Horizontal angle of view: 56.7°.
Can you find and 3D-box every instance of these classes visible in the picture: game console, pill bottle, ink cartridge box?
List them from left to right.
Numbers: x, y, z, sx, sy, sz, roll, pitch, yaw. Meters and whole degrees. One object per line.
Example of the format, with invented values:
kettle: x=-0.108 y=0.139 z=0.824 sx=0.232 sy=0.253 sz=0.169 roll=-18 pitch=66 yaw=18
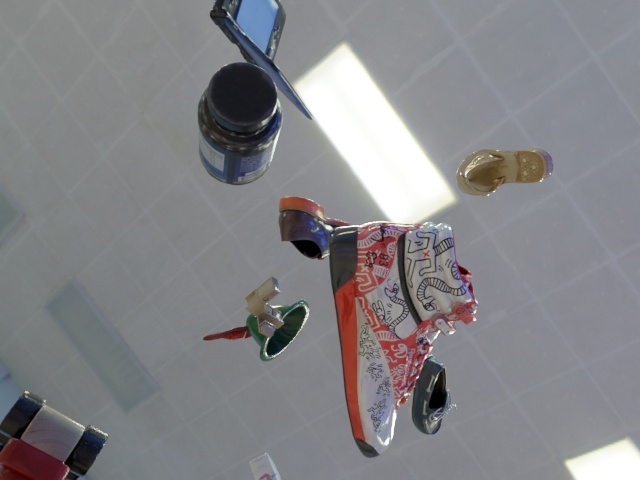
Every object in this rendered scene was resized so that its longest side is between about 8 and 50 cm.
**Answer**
pill bottle: x=-0.122 y=-0.171 z=0.889 sx=0.123 sy=0.123 sz=0.219 roll=45 pitch=-17 yaw=1
ink cartridge box: x=-0.118 y=0.588 z=1.419 sx=0.052 sy=0.122 sz=0.089 roll=-25 pitch=-42 yaw=-6
game console: x=-0.091 y=-0.431 z=1.251 sx=0.173 sy=0.293 sz=0.251 roll=15 pitch=-95 yaw=16

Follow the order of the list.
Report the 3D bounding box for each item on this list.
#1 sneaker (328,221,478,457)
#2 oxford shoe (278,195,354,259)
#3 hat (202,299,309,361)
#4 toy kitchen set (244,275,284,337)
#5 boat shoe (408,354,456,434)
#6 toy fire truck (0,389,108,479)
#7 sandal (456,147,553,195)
sneaker: x=0.096 y=0.110 z=0.634 sx=0.144 sy=0.090 sz=0.270 roll=-6 pitch=-76 yaw=9
oxford shoe: x=0.000 y=0.000 z=1.226 sx=0.096 sy=0.271 sz=0.099 roll=-5 pitch=-111 yaw=37
hat: x=-0.162 y=0.187 z=1.486 sx=0.183 sy=0.208 sz=0.173 roll=33 pitch=-38 yaw=23
toy kitchen set: x=-0.085 y=0.129 z=1.099 sx=0.075 sy=0.068 sz=0.083 roll=-39 pitch=-53 yaw=20
boat shoe: x=0.261 y=0.367 z=1.376 sx=0.079 sy=0.095 sz=0.255 roll=22 pitch=-50 yaw=41
toy fire truck: x=-0.375 y=0.345 z=0.723 sx=0.158 sy=0.246 sz=0.217 roll=35 pitch=-39 yaw=-12
sandal: x=0.309 y=-0.126 z=1.103 sx=0.240 sy=0.079 sz=0.088 roll=-2 pitch=-80 yaw=61
